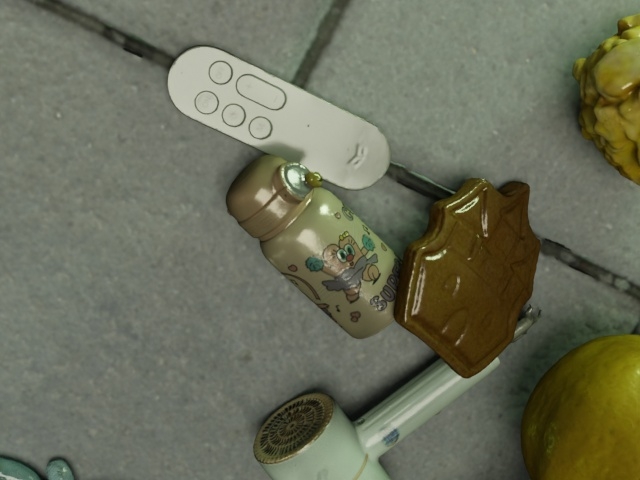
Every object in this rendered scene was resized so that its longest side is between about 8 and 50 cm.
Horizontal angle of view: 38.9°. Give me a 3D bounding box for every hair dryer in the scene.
[{"bbox_3d":[0.115,0.193,1.019,0.357,0.107,0.173,-36,112,-3],"label":"hair dryer"}]

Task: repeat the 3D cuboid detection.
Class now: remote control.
[{"bbox_3d":[-0.039,-0.123,0.922,0.245,0.022,0.077,24,104,-15],"label":"remote control"}]

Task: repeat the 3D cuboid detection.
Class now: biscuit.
[{"bbox_3d":[0.169,0.026,0.953,0.182,0.034,0.215,41,72,-34],"label":"biscuit"}]

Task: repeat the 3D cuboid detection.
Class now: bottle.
[{"bbox_3d":[0.000,0.000,0.923,0.209,0.097,0.110,43,136,-19],"label":"bottle"}]

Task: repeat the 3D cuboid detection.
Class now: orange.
[{"bbox_3d":[0.352,0.233,0.968,0.279,0.279,0.235,23,103,-15],"label":"orange"}]

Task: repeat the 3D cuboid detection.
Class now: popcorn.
[{"bbox_3d":[0.331,-0.137,0.921,0.140,0.163,0.194,-36,143,23],"label":"popcorn"}]

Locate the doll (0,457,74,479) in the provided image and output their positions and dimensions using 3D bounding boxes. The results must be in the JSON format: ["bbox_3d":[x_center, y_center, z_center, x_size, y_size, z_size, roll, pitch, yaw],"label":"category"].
[{"bbox_3d":[-0.299,0.302,0.989,0.180,0.075,0.120,32,97,-18],"label":"doll"}]
